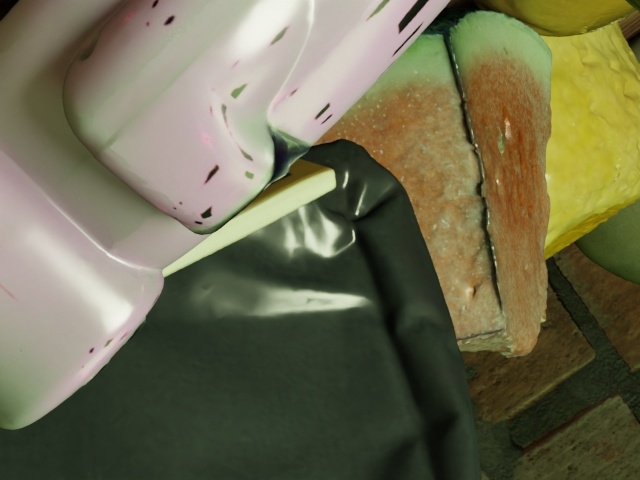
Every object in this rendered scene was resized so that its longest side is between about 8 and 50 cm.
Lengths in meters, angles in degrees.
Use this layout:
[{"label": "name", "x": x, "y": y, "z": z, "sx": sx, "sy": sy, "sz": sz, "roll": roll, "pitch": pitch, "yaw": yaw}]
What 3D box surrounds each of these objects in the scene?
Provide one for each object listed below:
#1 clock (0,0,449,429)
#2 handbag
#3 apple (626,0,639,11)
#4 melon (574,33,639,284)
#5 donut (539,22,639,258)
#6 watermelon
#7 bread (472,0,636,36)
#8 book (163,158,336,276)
[{"label": "clock", "x": -0.022, "y": -0.078, "z": 0.468, "sx": 0.248, "sy": 0.090, "sz": 0.227, "roll": -41, "pitch": -168, "yaw": 29}, {"label": "handbag", "x": -0.082, "y": 0.120, "z": 0.642, "sx": 0.301, "sy": 0.275, "sz": 0.178, "roll": -12, "pitch": 148, "yaw": -5}, {"label": "apple", "x": 0.162, "y": -0.167, "z": 0.544, "sx": 0.200, "sy": 0.200, "sz": 0.200, "roll": -33, "pitch": 172, "yaw": -5}, {"label": "melon", "x": 0.388, "y": -0.091, "z": 1.632, "sx": 0.268, "sy": 0.268, "sz": 0.330, "roll": -29, "pitch": 163, "yaw": -34}, {"label": "donut", "x": 0.067, "y": -0.013, "z": 1.085, "sx": 0.435, "sy": 0.163, "sz": 0.377, "roll": -28, "pitch": 174, "yaw": -36}, {"label": "watermelon", "x": 0.000, "y": 0.000, "z": 0.810, "sx": 0.318, "sy": 0.226, "sz": 0.148, "roll": -44, "pitch": 153, "yaw": 6}, {"label": "bread", "x": 0.161, "y": -0.177, "z": 0.805, "sx": 0.147, "sy": 0.098, "sz": 0.217, "roll": -36, "pitch": 174, "yaw": -15}, {"label": "book", "x": -0.092, "y": -0.020, "z": 0.626, "sx": 0.118, "sy": 0.012, "sz": 0.172, "roll": -28, "pitch": -150, "yaw": -32}]
